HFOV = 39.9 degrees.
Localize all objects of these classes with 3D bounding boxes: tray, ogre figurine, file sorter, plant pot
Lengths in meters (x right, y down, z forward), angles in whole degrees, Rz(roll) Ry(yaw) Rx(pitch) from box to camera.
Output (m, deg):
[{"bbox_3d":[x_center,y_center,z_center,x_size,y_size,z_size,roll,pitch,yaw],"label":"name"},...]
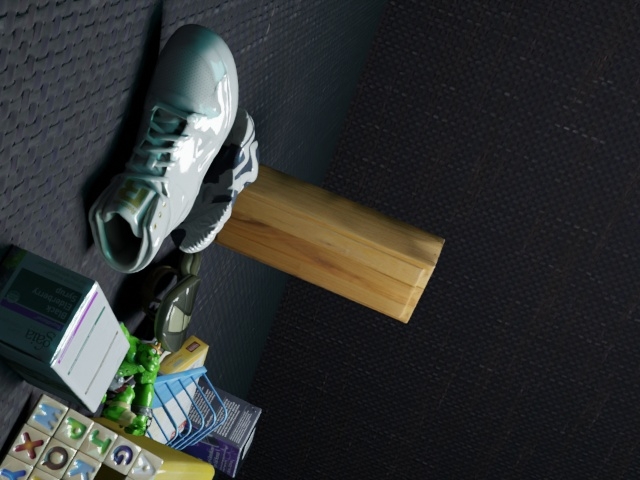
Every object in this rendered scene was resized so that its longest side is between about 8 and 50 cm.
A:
[{"bbox_3d":[0.000,0.000,1.605,0.203,0.410,0.076,106,9,-55],"label":"tray"},{"bbox_3d":[-0.284,0.188,1.246,0.197,0.096,0.118,42,52,-38],"label":"ogre figurine"},{"bbox_3d":[-0.255,0.295,1.484,0.118,0.104,0.170,-39,166,18],"label":"file sorter"},{"bbox_3d":[-0.308,0.370,1.247,0.187,0.212,0.212,63,49,-67],"label":"plant pot"}]

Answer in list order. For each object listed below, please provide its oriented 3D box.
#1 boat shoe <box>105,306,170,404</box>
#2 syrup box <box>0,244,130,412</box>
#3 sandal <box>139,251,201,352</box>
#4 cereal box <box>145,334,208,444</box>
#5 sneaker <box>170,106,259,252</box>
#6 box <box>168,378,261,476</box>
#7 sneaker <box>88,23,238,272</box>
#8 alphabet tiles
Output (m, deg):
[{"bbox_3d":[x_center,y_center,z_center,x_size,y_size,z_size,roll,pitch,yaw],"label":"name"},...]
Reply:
[{"bbox_3d":[-0.295,0.183,1.425,0.065,0.075,0.206,64,34,-19],"label":"boat shoe"},{"bbox_3d":[-0.277,0.101,0.932,0.237,0.093,0.096,100,14,-67],"label":"syrup box"},{"bbox_3d":[-0.241,0.088,1.390,0.303,0.086,0.120,-113,-141,-76],"label":"sandal"},{"bbox_3d":[-0.303,0.315,1.681,0.173,0.047,0.240,-36,152,-54],"label":"cereal box"},{"bbox_3d":[-0.156,-0.085,1.394,0.153,0.094,0.235,40,62,-76],"label":"sneaker"},{"bbox_3d":[-0.246,0.393,1.893,0.153,0.207,0.108,105,11,-51],"label":"box"},{"bbox_3d":[-0.183,-0.091,1.020,0.169,0.108,0.293,-66,177,-53],"label":"sneaker"},{"bbox_3d":[-0.326,0.338,1.086,0.009,0.198,0.237,3,-120,52],"label":"alphabet tiles"}]
